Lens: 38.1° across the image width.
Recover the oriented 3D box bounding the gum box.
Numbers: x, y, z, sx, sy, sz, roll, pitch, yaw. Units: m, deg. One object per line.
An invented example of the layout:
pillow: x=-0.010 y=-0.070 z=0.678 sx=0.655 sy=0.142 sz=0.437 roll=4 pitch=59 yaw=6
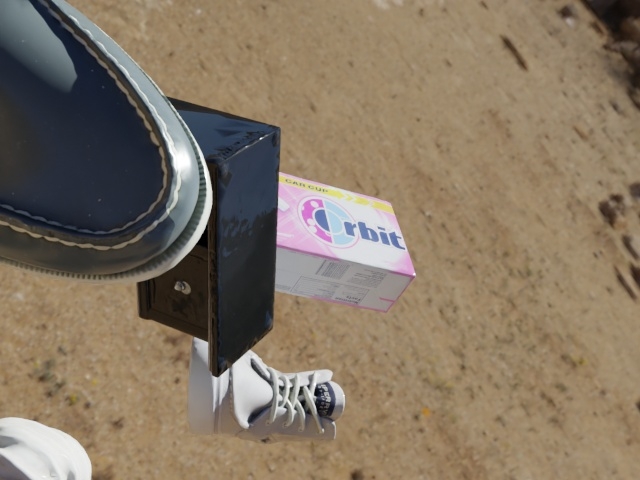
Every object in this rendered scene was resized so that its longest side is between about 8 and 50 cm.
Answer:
gum box: x=0.000 y=0.000 z=0.927 sx=0.188 sy=0.062 sz=0.107 roll=14 pitch=42 yaw=-27

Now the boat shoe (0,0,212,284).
boat shoe: x=-0.181 y=-0.094 z=0.355 sx=0.319 sy=0.116 sz=0.099 roll=38 pitch=-9 yaw=1

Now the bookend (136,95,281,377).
bookend: x=-0.112 y=-0.013 z=0.630 sx=0.157 sy=0.156 sz=0.072 roll=19 pitch=33 yaw=24

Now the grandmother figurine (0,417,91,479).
grandmother figurine: x=-0.194 y=0.202 z=0.405 sx=0.104 sy=0.207 sz=0.342 roll=56 pitch=22 yaw=-17

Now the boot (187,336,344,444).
boot: x=-0.040 y=0.126 z=0.790 sx=0.258 sy=0.123 sz=0.095 roll=87 pitch=5 yaw=-77
